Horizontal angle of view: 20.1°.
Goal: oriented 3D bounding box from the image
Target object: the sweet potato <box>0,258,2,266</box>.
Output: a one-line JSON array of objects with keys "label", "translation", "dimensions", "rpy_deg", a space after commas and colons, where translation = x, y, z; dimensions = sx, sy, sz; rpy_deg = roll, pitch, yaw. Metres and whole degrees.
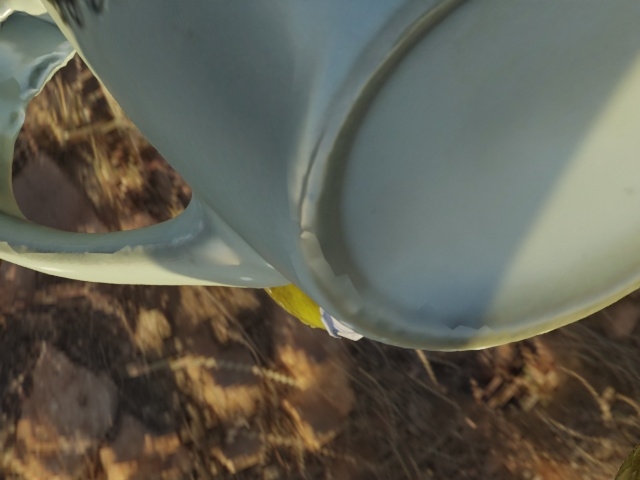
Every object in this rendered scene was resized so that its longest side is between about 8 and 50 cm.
[{"label": "sweet potato", "translation": [-0.252, 0.012, 1.264], "dimensions": [0.056, 0.195, 0.056], "rpy_deg": [1, 107, 3]}]

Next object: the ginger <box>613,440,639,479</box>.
[{"label": "ginger", "translation": [0.157, 0.083, 0.627], "dimensions": [0.122, 0.363, 0.348], "rpy_deg": [-3, 71, 23]}]

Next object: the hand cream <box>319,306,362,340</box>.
[{"label": "hand cream", "translation": [0.050, 0.007, 0.834], "dimensions": [0.142, 0.084, 0.053], "rpy_deg": [-31, 92, -48]}]

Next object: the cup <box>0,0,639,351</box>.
[{"label": "cup", "translation": [-0.014, -0.072, 0.472], "dimensions": [0.186, 0.234, 0.258], "rpy_deg": [20, 122, -43]}]

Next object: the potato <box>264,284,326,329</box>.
[{"label": "potato", "translation": [0.000, 0.000, 1.520], "dimensions": [0.113, 0.251, 0.149], "rpy_deg": [-10, 114, -22]}]
